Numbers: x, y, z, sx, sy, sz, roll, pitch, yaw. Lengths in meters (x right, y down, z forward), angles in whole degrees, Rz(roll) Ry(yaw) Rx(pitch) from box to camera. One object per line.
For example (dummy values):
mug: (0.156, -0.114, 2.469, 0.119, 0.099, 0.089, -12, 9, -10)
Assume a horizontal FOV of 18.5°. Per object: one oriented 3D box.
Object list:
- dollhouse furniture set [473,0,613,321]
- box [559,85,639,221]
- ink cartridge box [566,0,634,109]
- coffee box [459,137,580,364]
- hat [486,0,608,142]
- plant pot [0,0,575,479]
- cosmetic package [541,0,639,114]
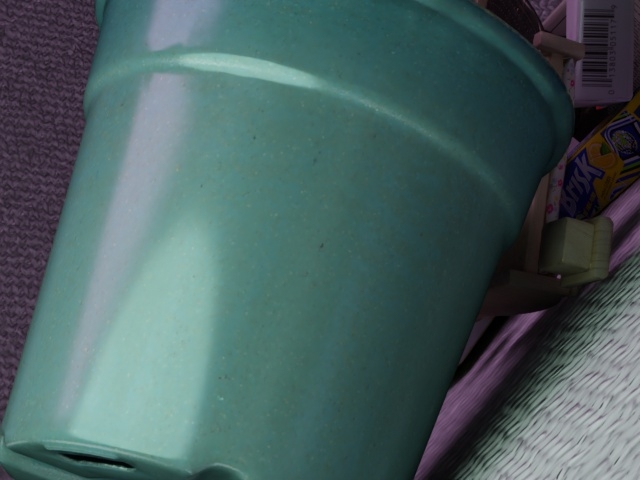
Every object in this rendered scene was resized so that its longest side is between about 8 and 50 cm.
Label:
dollhouse furniture set: (0.191, -0.079, 1.561, 0.355, 0.174, 0.303, -18, 61, 64)
box: (0.255, -0.073, 1.730, 0.059, 0.054, 0.169, -47, -1, -37)
ink cartridge box: (0.235, -0.209, 1.728, 0.232, 0.066, 0.189, -158, 69, -86)
coffee box: (0.000, 0.000, 1.884, 0.337, 0.334, 0.338, -49, -1, -44)
hat: (0.230, -0.125, 2.090, 0.134, 0.331, 0.331, -4, -16, -18)
plant pot: (-0.040, 0.030, 1.289, 0.341, 0.341, 0.334, 132, 158, -68)
cosmetic package: (0.331, -0.226, 2.139, 0.129, 0.153, 0.296, -46, 0, -28)
